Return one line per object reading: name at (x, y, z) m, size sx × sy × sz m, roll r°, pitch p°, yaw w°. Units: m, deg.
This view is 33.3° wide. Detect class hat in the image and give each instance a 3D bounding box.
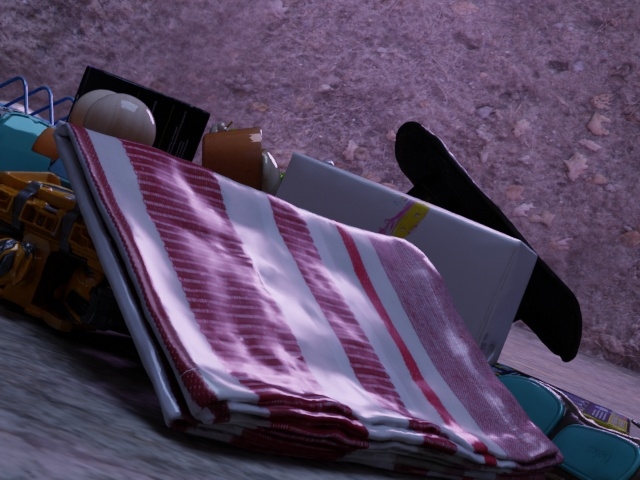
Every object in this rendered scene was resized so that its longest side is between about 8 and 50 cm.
hat at (0.147, 0.033, 1.228) m, size 0.331 × 0.134 × 0.331 m, roll 52°, pitch -8°, yaw 11°

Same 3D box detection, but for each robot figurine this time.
robot figurine at (-0.126, 0.019, 0.752) m, size 0.211 × 0.085 × 0.291 m, roll 21°, pitch 1°, yaw 26°

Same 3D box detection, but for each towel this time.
towel at (0.002, 0.043, 0.679) m, size 0.329 × 0.037 × 0.237 m, roll 19°, pitch 29°, yaw -45°

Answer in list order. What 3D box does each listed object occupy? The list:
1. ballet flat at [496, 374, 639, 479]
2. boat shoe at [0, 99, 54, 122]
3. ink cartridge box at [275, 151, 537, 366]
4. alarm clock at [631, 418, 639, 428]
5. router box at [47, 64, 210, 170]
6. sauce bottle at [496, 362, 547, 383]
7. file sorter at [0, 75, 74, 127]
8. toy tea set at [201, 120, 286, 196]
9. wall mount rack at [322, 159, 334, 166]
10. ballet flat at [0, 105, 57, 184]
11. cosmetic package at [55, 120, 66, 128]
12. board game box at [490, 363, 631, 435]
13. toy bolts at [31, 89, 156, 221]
ballet flat at (0.181, 0.158, 0.781) m, size 0.067 × 0.073 × 0.206 m, roll 50°, pitch -6°, yaw -21°
boat shoe at (-0.393, -0.111, 1.425) m, size 0.092 × 0.103 × 0.285 m, roll 56°, pitch 14°, yaw 18°
ink cartridge box at (0.069, 0.040, 1.043) m, size 0.232 × 0.168 × 0.171 m, roll 23°, pitch 2°, yaw 18°
alarm clock at (0.344, 0.203, 0.926) m, size 0.129 × 0.064 × 0.192 m, roll 27°, pitch 4°, yaw -38°
router box at (-0.209, -0.075, 1.111) m, size 0.133 × 0.179 × 0.046 m, roll 21°, pitch 3°, yaw -19°
sauce bottle at (0.183, 0.151, 1.167) m, size 0.128 × 0.042 × 0.042 m, roll 20°, pitch 2°, yaw 3°
file sorter at (-0.338, -0.119, 1.330) m, size 0.104 × 0.118 × 0.170 m, roll -18°, pitch -22°, yaw 32°
toy tea set at (-0.067, -0.037, 1.186) m, size 0.124 × 0.200 × 0.336 m, roll 1°, pitch 4°, yaw -5°
wall mount rack at (0.000, 0.000, 1.474) m, size 0.350 × 0.130 × 0.304 m, roll 20°, pitch -13°, yaw -30°
ballet flat at (-0.372, -0.098, 1.156) m, size 0.316 × 0.107 × 0.106 m, roll 30°, pitch -33°, yaw -15°
cosmetic package at (-0.232, -0.055, 1.309) m, size 0.085 × 0.117 × 0.231 m, roll 23°, pitch 4°, yaw 39°
board game box at (0.215, 0.165, 1.001) m, size 0.141 × 0.048 × 0.170 m, roll 24°, pitch 2°, yaw 18°
toy bolts at (-0.237, -0.070, 0.931) m, size 0.218 × 0.158 × 0.228 m, roll 20°, pitch 2°, yaw -35°
